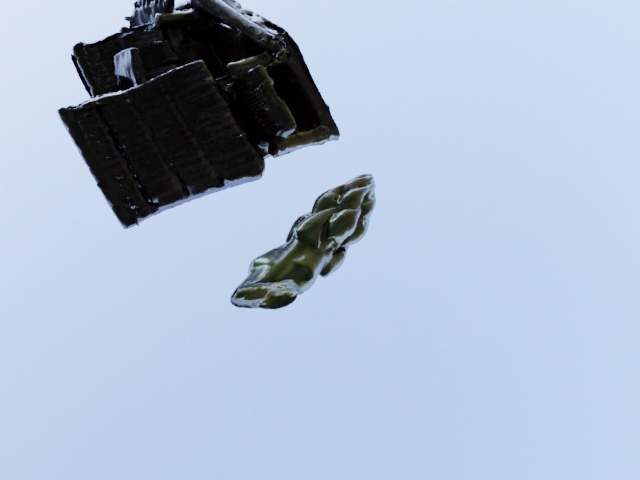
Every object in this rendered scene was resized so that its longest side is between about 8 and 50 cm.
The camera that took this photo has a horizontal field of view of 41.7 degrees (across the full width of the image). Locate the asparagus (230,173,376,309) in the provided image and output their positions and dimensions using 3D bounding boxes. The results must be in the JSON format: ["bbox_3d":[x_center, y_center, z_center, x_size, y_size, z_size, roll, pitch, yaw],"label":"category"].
[{"bbox_3d":[0.000,0.000,0.952,0.080,0.080,0.287,48,-137,-9],"label":"asparagus"}]

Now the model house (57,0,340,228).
[{"bbox_3d":[-0.196,-0.190,1.091,0.282,0.297,0.317,-26,-90,-31],"label":"model house"}]
